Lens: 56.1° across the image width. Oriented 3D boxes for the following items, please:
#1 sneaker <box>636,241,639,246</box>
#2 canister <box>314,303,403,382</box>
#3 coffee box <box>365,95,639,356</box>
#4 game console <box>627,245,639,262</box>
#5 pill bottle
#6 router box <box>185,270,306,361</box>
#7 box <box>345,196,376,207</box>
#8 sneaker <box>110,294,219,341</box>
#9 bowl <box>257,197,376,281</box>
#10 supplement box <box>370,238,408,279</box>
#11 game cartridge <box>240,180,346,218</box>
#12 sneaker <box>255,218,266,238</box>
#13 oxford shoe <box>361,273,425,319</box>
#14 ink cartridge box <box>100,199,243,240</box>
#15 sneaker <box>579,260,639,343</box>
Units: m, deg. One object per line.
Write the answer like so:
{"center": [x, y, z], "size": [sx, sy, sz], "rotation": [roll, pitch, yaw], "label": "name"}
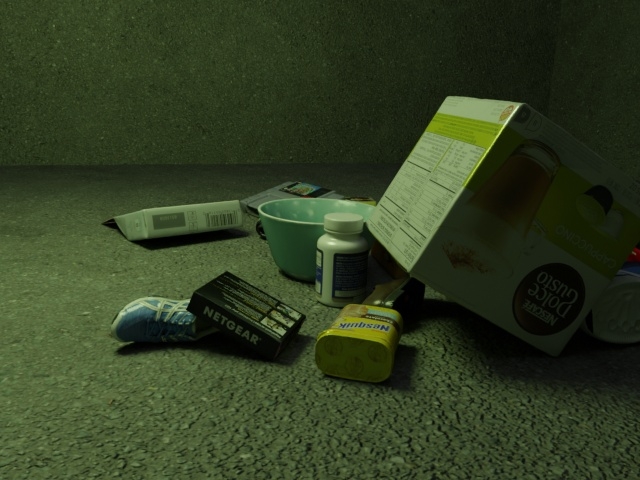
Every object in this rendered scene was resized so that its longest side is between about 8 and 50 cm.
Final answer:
{"center": [0.987, -0.010, 1.844], "size": [0.123, 0.109, 0.295], "rotation": [-28, 27, -18], "label": "sneaker"}
{"center": [0.072, 0.168, 1.026], "size": [0.126, 0.073, 0.170], "rotation": [6, 13, 14], "label": "canister"}
{"center": [0.338, -0.043, 1.152], "size": [0.338, 0.334, 0.338], "rotation": [30, 9, -15], "label": "coffee box"}
{"center": [0.871, 0.054, 1.571], "size": [0.085, 0.124, 0.144], "rotation": [-23, 12, 8], "label": "game console"}
{"center": [0.047, 0.039, 1.293], "size": [0.112, 0.186, 0.112], "rotation": [2, 15, -1], "label": "pill bottle"}
{"center": [-0.129, 0.130, 1.075], "size": [0.179, 0.046, 0.133], "rotation": [29, 19, 10], "label": "router box"}
{"center": [0.082, -0.125, 2.201], "size": [0.232, 0.058, 0.087], "rotation": [-1, 15, -9], "label": "box"}
{"center": [-0.262, 0.141, 1.068], "size": [0.211, 0.080, 0.081], "rotation": [-8, 16, -32], "label": "sneaker"}
{"center": [0.000, 0.000, 1.490], "size": [0.312, 0.163, 0.311], "rotation": [1, 15, 0], "label": "bowl"}
{"center": [0.198, 0.031, 1.569], "size": [0.080, 0.078, 0.233], "rotation": [2, 15, -10], "label": "supplement box"}
{"center": [-0.098, -0.130, 2.082], "size": [0.230, 0.068, 0.355], "rotation": [-30, 29, -26], "label": "game cartridge"}
{"center": [-0.088, -0.037, 1.815], "size": [0.217, 0.079, 0.121], "rotation": [-5, 17, 4], "label": "sneaker"}
{"center": [0.154, 0.109, 1.253], "size": [0.096, 0.082, 0.227], "rotation": [6, 13, 32], "label": "oxford shoe"}
{"center": [-0.468, -0.052, 1.862], "size": [0.308, 0.091, 0.385], "rotation": [-10, 2, -37], "label": "ink cartridge box"}
{"center": [0.578, 0.115, 1.241], "size": [0.323, 0.130, 0.236], "rotation": [-10, 8, -24], "label": "sneaker"}
